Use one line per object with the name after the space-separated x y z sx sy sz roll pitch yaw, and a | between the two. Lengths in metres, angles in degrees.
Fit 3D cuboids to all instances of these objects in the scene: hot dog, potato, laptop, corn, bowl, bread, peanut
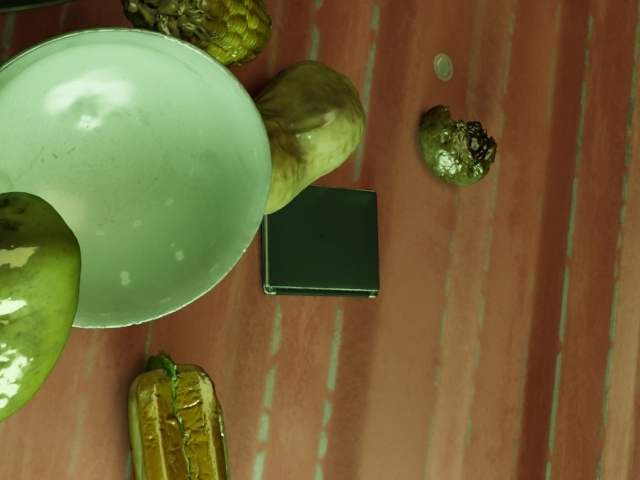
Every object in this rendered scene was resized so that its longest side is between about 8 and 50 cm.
-0.144 0.235 1.742 0.104 0.076 0.250 -10 88 -24 | hot dog
-0.312 0.068 1.519 0.197 0.149 0.228 -30 140 -44 | potato
0.000 0.000 1.945 0.180 0.016 0.129 4 82 -44 | laptop
-0.122 -0.235 1.718 0.318 0.115 0.115 1 82 -80 | corn
-0.213 -0.085 1.637 0.313 0.146 0.313 -7 121 -12 | bowl
0.171 -0.112 2.091 0.113 0.060 0.082 26 65 -40 | bread
-0.039 -0.110 1.839 0.253 0.137 0.122 -40 96 -38 | peanut

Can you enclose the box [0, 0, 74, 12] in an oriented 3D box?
-0.302 -0.297 1.548 0.226 0.226 0.149 -8 89 -44 | box
